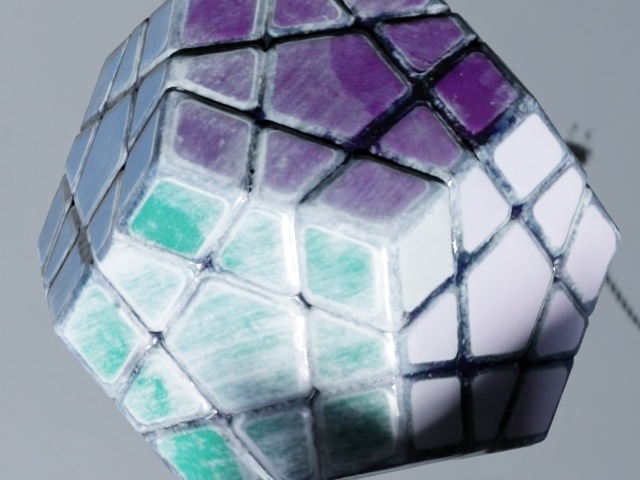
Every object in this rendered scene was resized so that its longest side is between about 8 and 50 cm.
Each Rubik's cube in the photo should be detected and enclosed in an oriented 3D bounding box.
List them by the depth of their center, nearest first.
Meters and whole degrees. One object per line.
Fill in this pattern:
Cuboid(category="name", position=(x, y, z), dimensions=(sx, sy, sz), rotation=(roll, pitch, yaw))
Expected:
Cuboid(category="Rubik's cube", position=(0.000, 0.000, 0.968), dimensions=(0.264, 0.319, 0.319), rotation=(21, 79, -21))
